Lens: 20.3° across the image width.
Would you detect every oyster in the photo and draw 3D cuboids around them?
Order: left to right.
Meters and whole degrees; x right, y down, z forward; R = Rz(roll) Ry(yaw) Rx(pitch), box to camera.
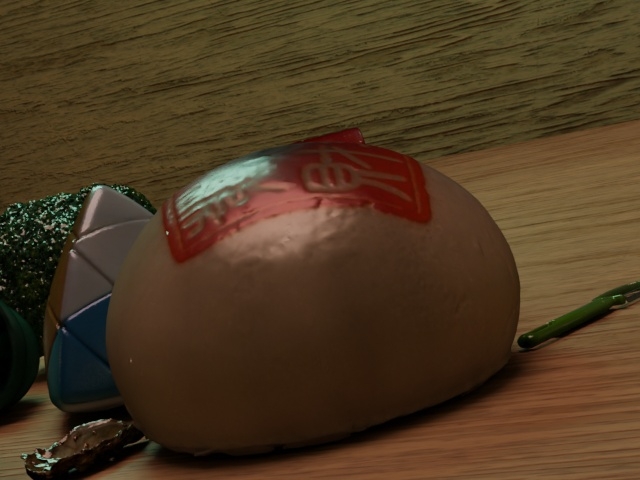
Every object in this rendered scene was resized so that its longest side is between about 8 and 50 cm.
[{"bbox_3d":[-0.204,0.187,1.597,0.132,0.029,0.086,-13,12,-24],"label":"oyster"}]

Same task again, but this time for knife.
[{"bbox_3d":[0.248,0.069,1.706,0.054,0.015,0.212,-8,8,44],"label":"knife"}]

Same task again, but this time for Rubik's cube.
[{"bbox_3d":[-0.175,0.055,1.858,0.254,0.254,0.254,-14,6,2],"label":"Rubik's cube"}]

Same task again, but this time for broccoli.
[{"bbox_3d":[-0.300,0.048,2.222,0.261,0.269,0.242,-41,-17,-26],"label":"broccoli"}]

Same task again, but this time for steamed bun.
[{"bbox_3d":[-0.012,0.035,1.590,0.374,0.241,0.374,-10,7,1],"label":"steamed bun"}]

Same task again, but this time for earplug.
[{"bbox_3d":[-0.430,0.160,1.952,0.257,0.164,0.280,-50,-19,18],"label":"earplug"}]

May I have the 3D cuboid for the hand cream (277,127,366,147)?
[{"bbox_3d":[0.000,0.000,1.924,0.149,0.230,0.230,-17,7,-2],"label":"hand cream"}]
